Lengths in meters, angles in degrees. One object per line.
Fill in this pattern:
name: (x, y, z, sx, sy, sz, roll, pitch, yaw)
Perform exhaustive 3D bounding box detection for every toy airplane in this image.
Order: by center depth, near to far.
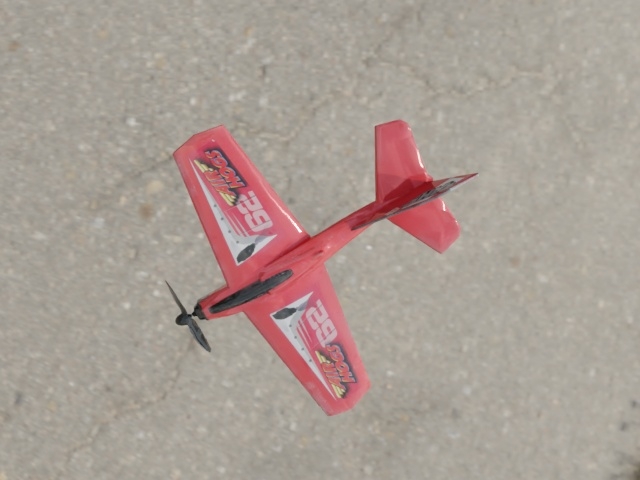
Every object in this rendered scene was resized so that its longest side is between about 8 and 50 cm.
toy airplane: (0.000, 0.000, 0.552, 0.151, 0.028, 0.151, -2, 110, -6)
